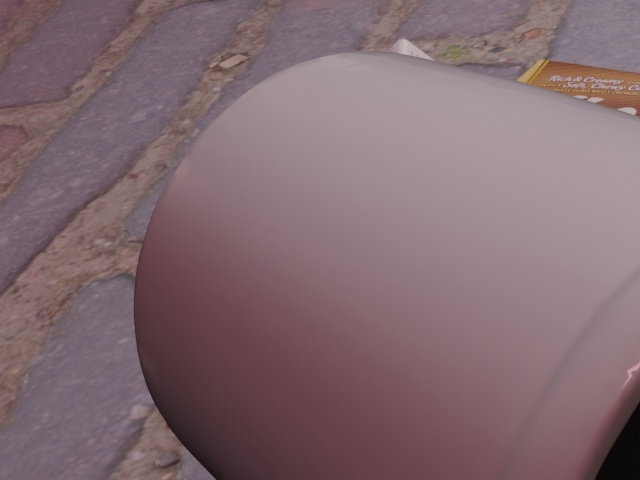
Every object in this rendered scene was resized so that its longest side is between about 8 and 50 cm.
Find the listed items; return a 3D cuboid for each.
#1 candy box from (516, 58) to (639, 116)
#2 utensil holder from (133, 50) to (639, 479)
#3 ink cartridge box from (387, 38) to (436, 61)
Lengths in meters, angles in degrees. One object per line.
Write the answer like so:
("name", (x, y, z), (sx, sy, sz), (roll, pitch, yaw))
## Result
("candy box", (0.262, -0.052, 1.092), (0.316, 0.088, 0.183), (15, 44, 42))
("utensil holder", (0.112, 0.081, 0.737), (0.327, 0.328, 0.385), (-31, 31, -21))
("ink cartridge box", (0.000, 0.000, 1.113), (0.261, 0.066, 0.296), (-46, 18, 30))
